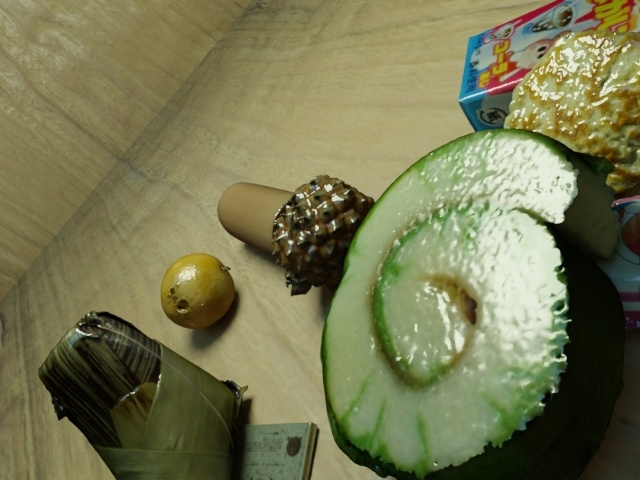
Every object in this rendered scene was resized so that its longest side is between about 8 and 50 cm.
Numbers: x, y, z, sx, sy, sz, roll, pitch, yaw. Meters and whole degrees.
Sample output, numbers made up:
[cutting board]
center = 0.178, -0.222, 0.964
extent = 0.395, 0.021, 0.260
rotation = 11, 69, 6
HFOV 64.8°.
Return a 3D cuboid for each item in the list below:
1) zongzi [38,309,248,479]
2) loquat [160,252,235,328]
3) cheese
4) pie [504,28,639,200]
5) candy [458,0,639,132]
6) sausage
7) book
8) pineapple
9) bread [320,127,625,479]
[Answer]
[zongzi]
center = -0.222, 0.261, 0.618
extent = 0.154, 0.289, 0.317
rotation = -44, 27, 12
[loquat]
center = -0.229, 0.093, 0.939
extent = 0.141, 0.141, 0.141
rotation = -27, 41, 27
[cheese]
center = 0.294, 0.021, 0.532
extent = 0.244, 0.062, 0.155
rotation = -7, 54, 43
[pie]
center = 0.321, -0.147, 0.583
extent = 0.205, 0.084, 0.178
rotation = 43, 130, 38
[candy]
center = 0.356, -0.260, 0.694
extent = 0.306, 0.100, 0.157
rotation = -10, 50, 39
[sausage]
center = -0.102, -0.041, 0.945
extent = 0.253, 0.123, 0.123
rotation = 17, 71, 52
[book]
center = -0.076, 0.339, 0.659
extent = 0.139, 0.016, 0.198
rotation = -17, 47, 36
[pineapple]
center = 0.000, 0.000, 0.770
extent = 0.166, 0.166, 0.193
rotation = 23, 87, 53
[bread]
center = 0.155, 0.065, 0.529
extent = 0.381, 0.129, 0.366
rotation = -52, 29, 18
